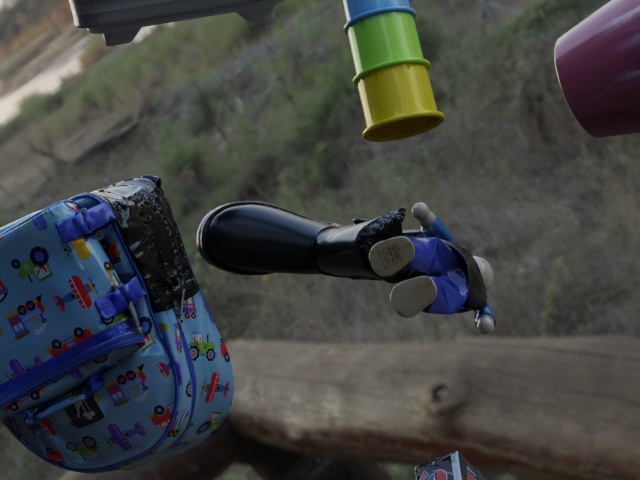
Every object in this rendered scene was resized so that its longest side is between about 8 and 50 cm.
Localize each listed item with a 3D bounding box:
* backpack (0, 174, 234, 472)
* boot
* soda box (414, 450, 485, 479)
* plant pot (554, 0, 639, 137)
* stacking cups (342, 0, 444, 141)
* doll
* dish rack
[{"bbox_3d":[-0.143,0.067,0.724,0.158,0.173,0.117,-22,4,19],"label":"backpack"},{"bbox_3d":[0.000,0.000,1.439,0.207,0.246,0.094,-5,77,61],"label":"boot"},{"bbox_3d":[0.165,0.295,1.266,0.053,0.169,0.060,-26,40,21],"label":"soda box"},{"bbox_3d":[0.371,-0.204,1.332,0.180,0.201,0.201,-20,23,34],"label":"plant pot"},{"bbox_3d":[0.058,-0.274,1.341,0.096,0.316,0.096,-13,-7,-2],"label":"stacking cups"},{"bbox_3d":[0.106,0.025,1.017,0.046,0.129,0.189,-34,-17,22],"label":"doll"},{"bbox_3d":[-0.164,-0.302,1.438,0.286,0.072,0.333,-11,19,-4],"label":"dish rack"}]
